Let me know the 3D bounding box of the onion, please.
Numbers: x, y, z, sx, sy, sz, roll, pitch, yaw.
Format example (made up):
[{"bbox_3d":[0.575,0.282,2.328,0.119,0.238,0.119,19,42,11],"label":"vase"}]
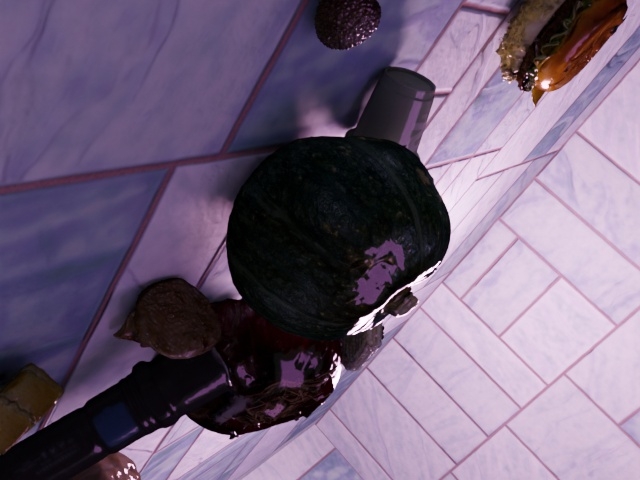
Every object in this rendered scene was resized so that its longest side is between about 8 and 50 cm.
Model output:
[{"bbox_3d":[-0.118,0.211,1.168,0.314,0.232,0.313,-10,136,-10],"label":"onion"}]

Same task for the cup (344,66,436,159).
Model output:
[{"bbox_3d":[0.105,-0.173,0.965,0.120,0.120,0.141,-23,140,-50],"label":"cup"}]

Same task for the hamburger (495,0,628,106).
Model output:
[{"bbox_3d":[0.412,-0.367,1.141,0.262,0.138,0.243,-43,165,-3],"label":"hamburger"}]

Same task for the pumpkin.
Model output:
[{"bbox_3d":[0.000,0.000,0.868,0.197,0.263,0.293,-7,140,-54],"label":"pumpkin"}]

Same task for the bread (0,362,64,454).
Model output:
[{"bbox_3d":[-0.374,0.209,0.787,0.156,0.064,0.117,-37,-173,36],"label":"bread"}]

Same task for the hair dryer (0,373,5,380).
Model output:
[{"bbox_3d":[-0.404,0.183,0.772,0.079,0.031,0.083,-41,175,29],"label":"hair dryer"}]

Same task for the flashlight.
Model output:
[{"bbox_3d":[-0.322,0.274,0.937,0.424,0.103,0.103,-30,161,-10],"label":"flashlight"}]

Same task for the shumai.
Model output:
[{"bbox_3d":[-0.204,0.118,0.926,0.139,0.123,0.105,-47,180,-42],"label":"shumai"}]

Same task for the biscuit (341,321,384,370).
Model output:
[{"bbox_3d":[0.037,0.103,1.227,0.046,0.250,0.147,1,136,-41],"label":"biscuit"}]

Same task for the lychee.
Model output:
[{"bbox_3d":[0.029,-0.238,0.700,0.067,0.068,0.083,26,119,-28],"label":"lychee"}]

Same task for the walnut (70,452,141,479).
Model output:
[{"bbox_3d":[-0.406,0.450,1.117,0.224,0.224,0.224,-40,163,-15],"label":"walnut"}]
